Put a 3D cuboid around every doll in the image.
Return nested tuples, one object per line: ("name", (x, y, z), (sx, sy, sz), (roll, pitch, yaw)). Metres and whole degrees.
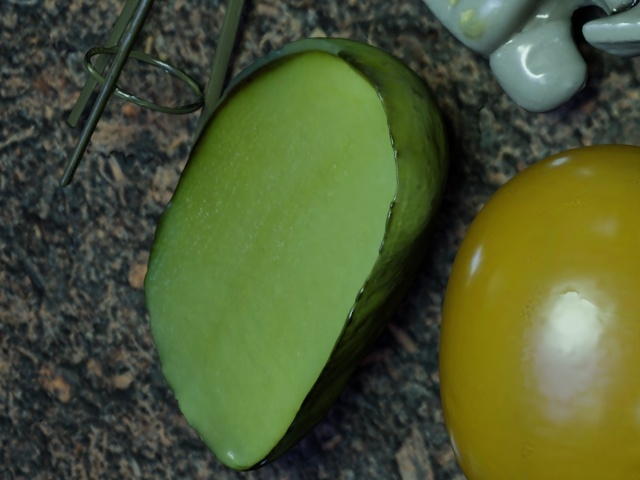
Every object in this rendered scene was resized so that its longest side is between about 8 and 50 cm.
("doll", (0.178, 0.058, 0.828), (0.236, 0.213, 0.213), (4, 100, 17))

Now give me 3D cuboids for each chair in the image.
("chair", (-0.100, -0.139, 1.023), (0.095, 0.104, 0.221), (49, 122, 35))

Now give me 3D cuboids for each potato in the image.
("potato", (0.000, 0.000, 0.970), (0.160, 0.111, 0.271), (46, 126, 32))

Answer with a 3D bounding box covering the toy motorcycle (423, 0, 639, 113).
("toy motorcycle", (0.114, -0.187, 0.873), (0.341, 0.108, 0.223), (22, 103, 19))
